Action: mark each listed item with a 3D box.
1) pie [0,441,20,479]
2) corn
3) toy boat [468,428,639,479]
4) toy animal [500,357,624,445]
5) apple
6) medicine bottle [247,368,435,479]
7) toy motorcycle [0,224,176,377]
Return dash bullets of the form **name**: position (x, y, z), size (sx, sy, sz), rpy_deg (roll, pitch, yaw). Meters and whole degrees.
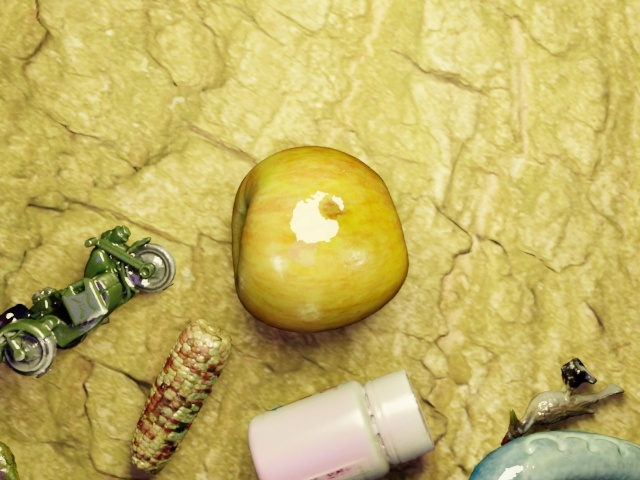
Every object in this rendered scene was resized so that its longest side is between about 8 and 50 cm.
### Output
- **pie**: position (-0.601, 0.404, 1.369), size (0.277, 0.078, 0.277), rpy_deg (0, 96, 3)
- **corn**: position (-0.219, 0.240, 1.340), size (0.086, 0.086, 0.253), rpy_deg (27, 99, -2)
- **toy boat**: position (0.380, 0.399, 1.303), size (0.330, 0.123, 0.215), rpy_deg (10, 98, -10)
- **toy animal**: position (0.357, 0.253, 1.335), size (0.202, 0.070, 0.105), rpy_deg (-36, 110, 3)
- **apple**: position (0.000, 0.000, 1.227), size (0.264, 0.264, 0.264), rpy_deg (0, 96, 1)
- **medicine bottle**: position (0.031, 0.294, 1.305), size (0.254, 0.152, 0.152), rpy_deg (-20, 96, 3)
- **toy motorcycle**: position (-0.354, 0.086, 1.267), size (0.275, 0.205, 0.127), rpy_deg (-35, 93, 10)
